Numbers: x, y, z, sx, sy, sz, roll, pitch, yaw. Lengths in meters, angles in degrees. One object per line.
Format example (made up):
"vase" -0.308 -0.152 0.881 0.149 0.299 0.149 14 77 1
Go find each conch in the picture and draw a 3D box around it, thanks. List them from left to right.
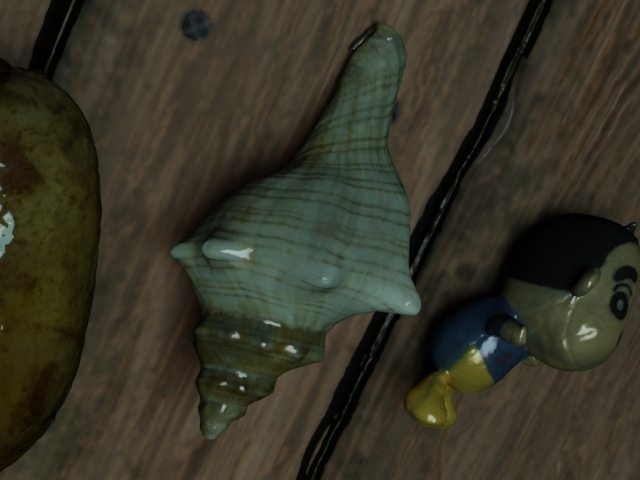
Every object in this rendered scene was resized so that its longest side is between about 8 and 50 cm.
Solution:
"conch" 0.004 0.011 0.679 0.234 0.114 0.137 -41 126 -7

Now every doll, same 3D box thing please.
"doll" 0.131 0.054 0.741 0.089 0.102 0.179 44 92 16

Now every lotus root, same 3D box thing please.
"lotus root" -0.191 0.030 0.617 0.145 0.128 0.260 13 97 -5
